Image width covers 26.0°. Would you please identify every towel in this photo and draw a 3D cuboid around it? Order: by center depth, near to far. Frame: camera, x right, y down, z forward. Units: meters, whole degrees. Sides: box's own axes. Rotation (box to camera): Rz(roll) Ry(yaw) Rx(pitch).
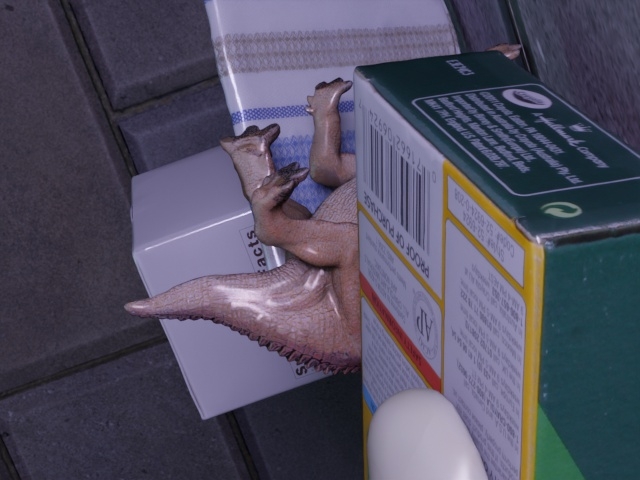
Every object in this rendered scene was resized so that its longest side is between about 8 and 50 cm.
[{"bbox_3d":[0.025,-0.080,0.918,0.034,0.209,0.285,-22,81,52],"label":"towel"}]

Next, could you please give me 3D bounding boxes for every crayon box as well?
[{"bbox_3d":[0.086,0.097,0.643,0.203,0.083,0.323,-126,31,-59],"label":"crayon box"}]

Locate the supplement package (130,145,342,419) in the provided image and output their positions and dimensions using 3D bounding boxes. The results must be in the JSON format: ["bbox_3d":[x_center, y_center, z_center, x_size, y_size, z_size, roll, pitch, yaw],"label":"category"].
[{"bbox_3d":[0.000,0.000,1.207,0.177,0.293,0.175,-107,-2,-65],"label":"supplement package"}]

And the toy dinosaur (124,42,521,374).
[{"bbox_3d":[0.044,0.012,0.815,0.127,0.296,0.200,13,131,54],"label":"toy dinosaur"}]

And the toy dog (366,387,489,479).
[{"bbox_3d":[-0.127,0.282,0.592,0.284,0.408,0.395,126,133,-70],"label":"toy dog"}]
